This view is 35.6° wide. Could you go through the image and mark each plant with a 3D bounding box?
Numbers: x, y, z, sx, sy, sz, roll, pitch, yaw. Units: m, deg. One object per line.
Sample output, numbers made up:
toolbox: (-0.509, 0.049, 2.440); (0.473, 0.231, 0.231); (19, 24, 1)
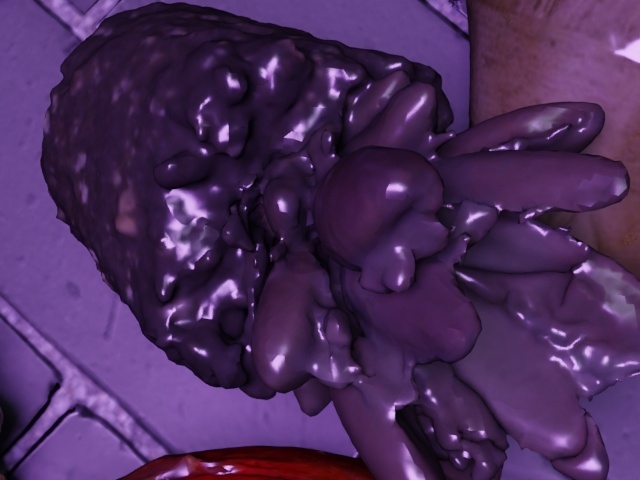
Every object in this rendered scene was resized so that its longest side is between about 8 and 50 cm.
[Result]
plant: (0.000, 0.000, 0.488); (0.320, 0.181, 0.194); (31, 118, 42)

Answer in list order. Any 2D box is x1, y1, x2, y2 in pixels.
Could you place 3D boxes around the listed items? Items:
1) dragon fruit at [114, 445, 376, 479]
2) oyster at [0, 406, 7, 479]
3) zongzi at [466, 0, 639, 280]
dragon fruit: (-0.006, 0.236, 0.452); (0.277, 0.277, 0.342); (-45, 77, -5)
oyster: (-0.274, 0.110, 0.579); (0.201, 0.107, 0.355); (-10, 95, 15)
zongzi: (0.088, -0.213, 0.578); (0.467, 0.218, 0.500); (-42, 71, 10)
